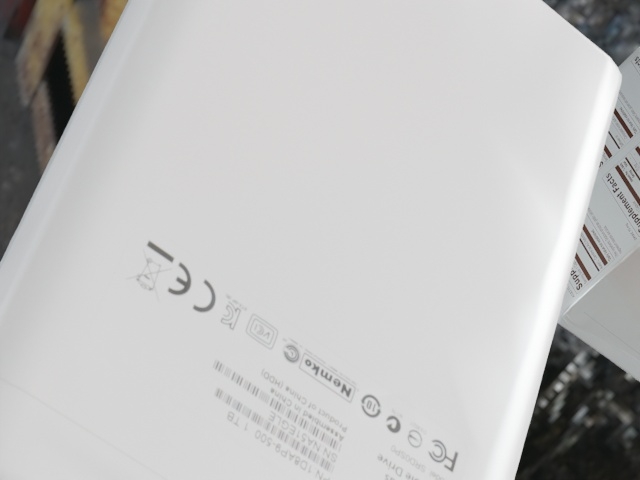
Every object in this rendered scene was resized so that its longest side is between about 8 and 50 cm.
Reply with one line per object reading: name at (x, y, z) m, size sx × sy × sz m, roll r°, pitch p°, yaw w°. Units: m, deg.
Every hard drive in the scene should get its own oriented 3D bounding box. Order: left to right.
hard drive at (0.000, 0.000, 0.752) m, size 0.233 × 0.047 × 0.353 m, roll 36°, pitch 54°, yaw -21°

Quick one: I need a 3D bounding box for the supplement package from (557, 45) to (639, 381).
supplement package at (0.257, -0.013, 1.131) m, size 0.194 × 0.203 × 0.149 m, roll 34°, pitch 21°, yaw -31°
